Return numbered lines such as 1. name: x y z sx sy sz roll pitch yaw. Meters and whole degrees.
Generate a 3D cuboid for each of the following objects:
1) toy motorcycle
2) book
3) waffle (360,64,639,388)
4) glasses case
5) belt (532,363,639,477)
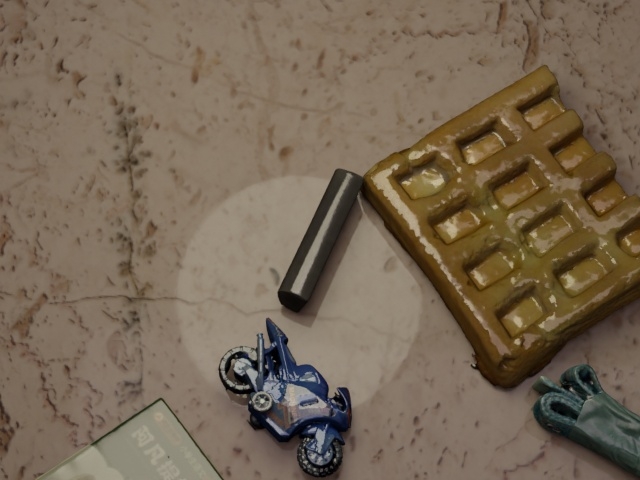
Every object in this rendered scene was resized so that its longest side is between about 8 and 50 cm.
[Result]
1. toy motorcycle: -0.032 0.195 1.408 0.114 0.076 0.205 -39 72 -21
2. book: -0.242 0.337 1.349 0.264 0.027 0.202 -32 69 -24
3. waffle: 0.256 -0.023 1.474 0.304 0.077 0.348 -31 73 -8
4. glasses case: 0.001 -0.001 1.473 0.042 0.072 0.190 24 73 4
5. belt: 0.396 0.249 1.379 0.302 0.072 0.087 31 78 9
